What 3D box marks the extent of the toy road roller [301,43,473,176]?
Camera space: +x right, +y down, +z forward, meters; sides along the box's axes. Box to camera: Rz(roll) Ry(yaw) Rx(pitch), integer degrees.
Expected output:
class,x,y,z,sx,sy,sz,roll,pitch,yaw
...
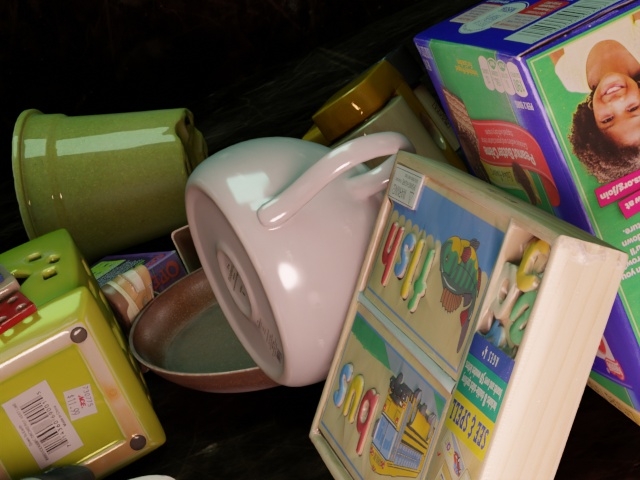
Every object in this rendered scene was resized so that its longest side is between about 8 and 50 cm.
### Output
class,x,y,z,sx,sy,sz,roll,pitch,yaw
toy road roller,0.048,-0.073,1.944,0.240,0.202,0.329,-34,7,17

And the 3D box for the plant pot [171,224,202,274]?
class,x,y,z,sx,sy,sz,roll,pitch,yaw
plant pot,-0.115,0.014,2.089,0.109,0.109,0.096,-24,3,5

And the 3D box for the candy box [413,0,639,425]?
class,x,y,z,sx,sy,sz,roll,pitch,yaw
candy box,0.213,-0.032,1.265,0.122,0.317,0.268,-27,14,-6

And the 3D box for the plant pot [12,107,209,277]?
class,x,y,z,sx,sy,sz,roll,pitch,yaw
plant pot,-0.308,-0.095,2.531,0.253,0.276,0.276,-12,17,10

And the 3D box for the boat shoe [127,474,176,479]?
class,x,y,z,sx,sy,sz,roll,pitch,yaw
boat shoe,-0.199,0.270,1.423,0.184,0.066,0.063,-24,29,-3

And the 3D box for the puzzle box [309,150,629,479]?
class,x,y,z,sx,sy,sz,roll,pitch,yaw
puzzle box,0.090,0.092,1.222,0.052,0.272,0.409,15,7,-14

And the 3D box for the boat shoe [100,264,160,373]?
class,x,y,z,sx,sy,sz,roll,pitch,yaw
boat shoe,-0.205,0.090,1.883,0.072,0.068,0.190,-44,-18,-21

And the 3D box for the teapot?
class,x,y,z,sx,sy,sz,roll,pitch,yaw
teapot,0.000,0.000,1.527,0.187,0.253,0.256,-25,25,-15

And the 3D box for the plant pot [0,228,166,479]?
class,x,y,z,sx,sy,sz,roll,pitch,yaw
plant pot,-0.300,0.152,1.691,0.227,0.228,0.207,-28,22,-10

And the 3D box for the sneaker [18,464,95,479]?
class,x,y,z,sx,sy,sz,roll,pitch,yaw
sneaker,-0.315,0.289,1.552,0.222,0.083,0.118,-29,-5,16

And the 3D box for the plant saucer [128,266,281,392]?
class,x,y,z,sx,sy,sz,roll,pitch,yaw
plant saucer,-0.051,0.082,1.754,0.310,0.050,0.310,-13,22,5

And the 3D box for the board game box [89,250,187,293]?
class,x,y,z,sx,sy,sz,roll,pitch,yaw
board game box,-0.370,0.121,2.250,0.347,0.056,0.208,-35,13,-31

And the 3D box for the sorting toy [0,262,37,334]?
class,x,y,z,sx,sy,sz,roll,pitch,yaw
sorting toy,-0.386,0.049,1.658,0.132,0.046,0.274,-33,29,-14
